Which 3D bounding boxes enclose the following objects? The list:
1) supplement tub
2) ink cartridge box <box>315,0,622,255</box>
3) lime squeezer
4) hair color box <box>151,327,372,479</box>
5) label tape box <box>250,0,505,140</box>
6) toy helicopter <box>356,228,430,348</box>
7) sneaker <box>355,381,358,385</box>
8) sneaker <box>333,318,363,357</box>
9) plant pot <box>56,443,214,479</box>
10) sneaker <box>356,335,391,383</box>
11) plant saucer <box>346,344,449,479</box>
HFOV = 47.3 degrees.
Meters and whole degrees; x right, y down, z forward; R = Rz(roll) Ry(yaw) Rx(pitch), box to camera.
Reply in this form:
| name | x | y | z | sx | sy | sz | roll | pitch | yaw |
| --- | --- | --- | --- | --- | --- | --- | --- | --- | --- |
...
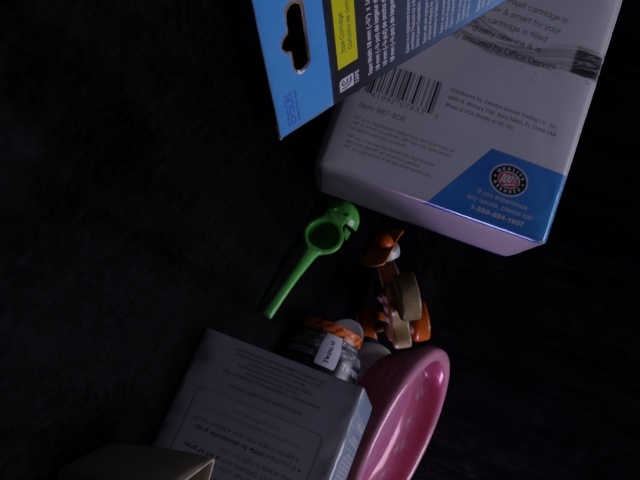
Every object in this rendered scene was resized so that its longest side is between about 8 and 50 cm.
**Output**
| name | x | y | z | sx | sy | sz | roll | pitch | yaw |
| --- | --- | --- | --- | --- | --- | --- | --- | --- | --- |
| supplement tub | -0.014 | 0.216 | 1.067 | 0.117 | 0.117 | 0.191 | 65 | 45 | -67 |
| ink cartridge box | 0.190 | -0.215 | 0.939 | 0.166 | 0.285 | 0.395 | 97 | 13 | -83 |
| lime squeezer | 0.000 | 0.000 | 1.030 | 0.110 | 0.059 | 0.310 | -46 | 179 | 29 |
| hair color box | -0.100 | 0.302 | 0.744 | 0.114 | 0.185 | 0.375 | 71 | 40 | -66 |
| label tape box | 0.055 | -0.283 | 0.711 | 0.333 | 0.106 | 0.241 | -33 | 152 | -14 |
| toy helicopter | 0.141 | 0.087 | 1.367 | 0.355 | 0.140 | 0.235 | 119 | -37 | -85 |
| sneaker | 0.001 | 0.210 | 1.175 | 0.084 | 0.152 | 0.058 | -26 | -178 | -12 |
| sneaker | 0.005 | 0.233 | 1.255 | 0.212 | 0.080 | 0.094 | -61 | 174 | -12 |
| plant pot | -0.165 | 0.229 | 0.608 | 0.109 | 0.096 | 0.109 | -6 | 114 | -73 |
| sneaker | 0.032 | 0.335 | 1.360 | 0.350 | 0.131 | 0.148 | -62 | -168 | 7 |
| plant saucer | 0.099 | 0.314 | 1.178 | 0.332 | 0.084 | 0.332 | -42 | 144 | -41 |
